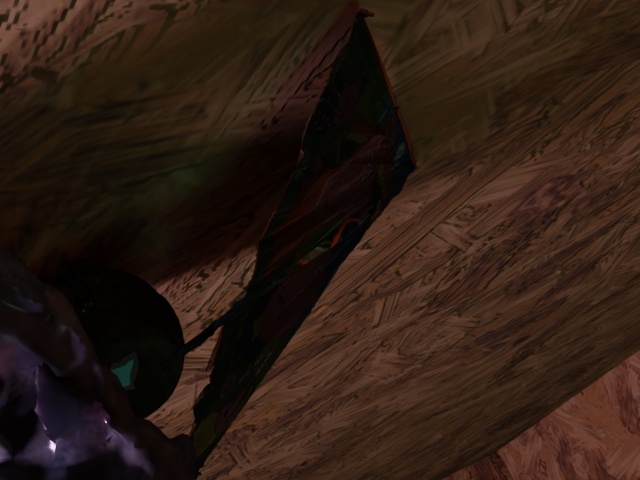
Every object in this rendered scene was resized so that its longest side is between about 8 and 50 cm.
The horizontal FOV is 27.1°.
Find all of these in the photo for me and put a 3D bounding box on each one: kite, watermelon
[{"bbox_3d":[0.000,0.000,0.671,0.234,0.016,0.321,-36,157,-48],"label":"kite"},{"bbox_3d":[-0.106,0.052,0.645,0.078,0.078,0.110,-28,164,-8],"label":"watermelon"}]

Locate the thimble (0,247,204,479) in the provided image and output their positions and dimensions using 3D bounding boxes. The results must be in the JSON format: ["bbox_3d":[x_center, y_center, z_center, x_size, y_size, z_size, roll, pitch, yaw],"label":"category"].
[{"bbox_3d":[-0.155,0.104,0.473,0.172,0.205,0.236,-33,163,8],"label":"thimble"}]
